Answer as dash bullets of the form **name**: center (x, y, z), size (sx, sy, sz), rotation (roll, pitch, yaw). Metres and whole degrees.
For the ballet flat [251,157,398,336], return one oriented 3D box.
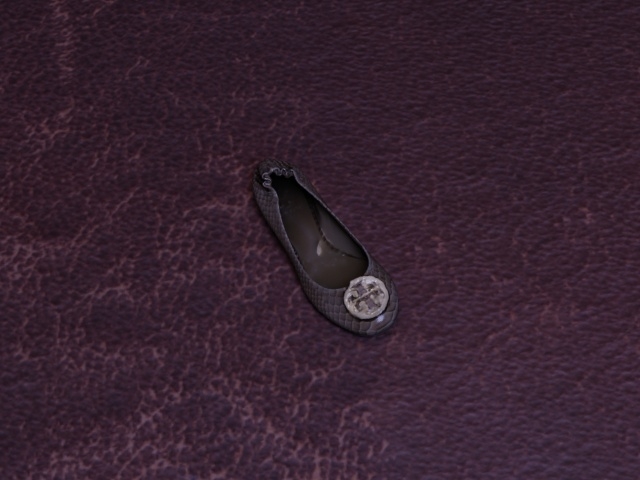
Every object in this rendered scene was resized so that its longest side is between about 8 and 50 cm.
- **ballet flat**: center (0.000, 0.000, 1.790), size (0.084, 0.058, 0.250), rotation (-28, 58, -11)
